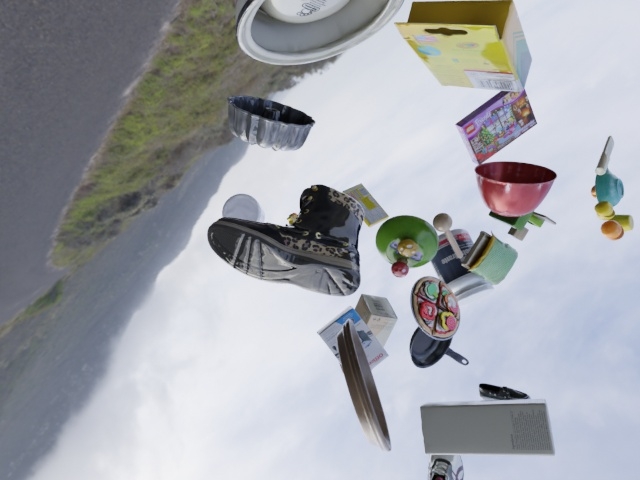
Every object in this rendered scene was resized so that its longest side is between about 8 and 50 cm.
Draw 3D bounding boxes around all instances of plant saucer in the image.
[{"bbox_3d":[0.089,0.305,0.999,0.041,0.277,0.278,-18,-160,4],"label":"plant saucer"}]

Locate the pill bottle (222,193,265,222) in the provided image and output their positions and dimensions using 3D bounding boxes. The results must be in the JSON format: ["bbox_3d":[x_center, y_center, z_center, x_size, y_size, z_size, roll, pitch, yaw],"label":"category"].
[{"bbox_3d":[-0.339,-0.110,2.127,0.169,0.169,0.301,-43,180,-3],"label":"pill bottle"}]

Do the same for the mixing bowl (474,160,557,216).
[{"bbox_3d":[0.452,-0.117,1.115,0.182,0.098,0.181,0,-155,0],"label":"mixing bowl"}]

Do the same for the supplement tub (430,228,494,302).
[{"bbox_3d":[0.557,0.107,1.893,0.191,0.272,0.191,-18,159,-7],"label":"supplement tub"}]

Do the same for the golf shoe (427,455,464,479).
[{"bbox_3d":[0.357,0.684,1.356,0.105,0.120,0.272,0,-142,19],"label":"golf shoe"}]

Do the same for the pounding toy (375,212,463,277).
[{"bbox_3d":[0.263,0.028,1.322,0.237,0.183,0.110,-11,-147,25],"label":"pounding toy"}]

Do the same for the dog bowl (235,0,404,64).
[{"bbox_3d":[-0.014,-0.578,1.090,0.408,0.150,0.408,-17,176,-1],"label":"dog bowl"}]

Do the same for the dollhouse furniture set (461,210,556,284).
[{"bbox_3d":[0.669,0.021,1.660,0.301,0.198,0.151,-61,-158,6],"label":"dollhouse furniture set"}]

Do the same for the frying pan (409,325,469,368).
[{"bbox_3d":[0.424,0.346,1.633,0.053,0.326,0.197,30,-71,52],"label":"frying pan"}]

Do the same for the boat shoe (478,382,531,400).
[{"bbox_3d":[0.500,0.420,1.291,0.142,0.040,0.049,-8,-164,42],"label":"boat shoe"}]

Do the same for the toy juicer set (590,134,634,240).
[{"bbox_3d":[0.910,-0.152,1.520,0.209,0.328,0.089,-27,-166,-40],"label":"toy juicer set"}]

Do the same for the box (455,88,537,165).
[{"bbox_3d":[0.710,-0.469,1.899,0.293,0.201,0.057,-36,-149,3],"label":"box"}]

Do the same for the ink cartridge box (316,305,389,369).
[{"bbox_3d":[0.101,0.325,1.488,0.140,0.190,0.082,-38,180,-6],"label":"ink cartridge box"}]

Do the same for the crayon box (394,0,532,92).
[{"bbox_3d":[0.309,-0.409,0.981,0.202,0.319,0.081,17,-85,30],"label":"crayon box"}]

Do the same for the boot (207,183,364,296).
[{"bbox_3d":[-0.064,-0.029,1.193,0.284,0.378,0.138,-73,177,-47],"label":"boot"}]

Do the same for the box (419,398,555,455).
[{"bbox_3d":[0.375,0.423,1.072,0.275,0.113,0.094,-8,167,23],"label":"box"}]

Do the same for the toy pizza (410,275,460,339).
[{"bbox_3d":[0.357,0.201,1.434,0.032,0.201,0.201,-36,-165,52],"label":"toy pizza"}]

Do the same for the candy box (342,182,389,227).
[{"bbox_3d":[0.192,-0.153,2.023,0.105,0.206,0.027,-26,155,-22],"label":"candy box"}]

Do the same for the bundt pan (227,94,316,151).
[{"bbox_3d":[-0.191,-0.421,1.727,0.331,0.331,0.124,-83,-170,-65],"label":"bundt pan"}]

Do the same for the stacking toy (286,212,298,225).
[{"bbox_3d":[0.000,0.000,1.423,0.167,0.221,0.052,-19,173,30],"label":"stacking toy"}]

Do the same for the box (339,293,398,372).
[{"bbox_3d":[0.181,0.386,1.903,0.148,0.121,0.311,-115,-139,-59],"label":"box"}]
